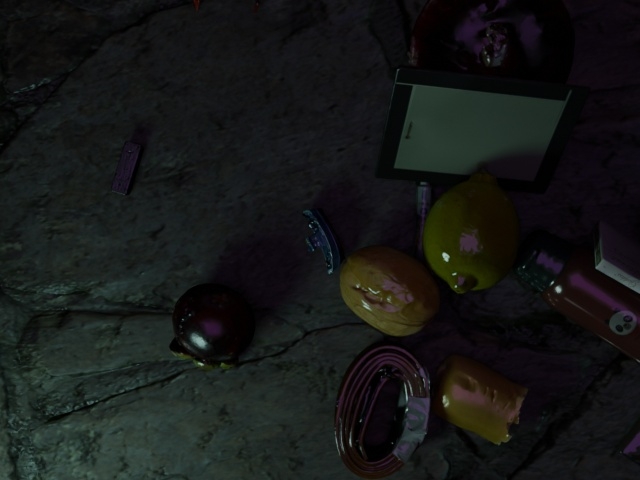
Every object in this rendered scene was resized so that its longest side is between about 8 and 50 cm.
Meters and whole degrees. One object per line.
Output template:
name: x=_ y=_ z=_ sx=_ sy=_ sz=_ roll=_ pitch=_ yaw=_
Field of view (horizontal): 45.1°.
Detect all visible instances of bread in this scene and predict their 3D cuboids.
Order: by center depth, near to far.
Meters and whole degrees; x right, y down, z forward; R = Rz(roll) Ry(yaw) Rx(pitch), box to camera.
bread: x=0.303 y=0.308 z=1.503 sx=0.173 sy=0.085 sz=0.134 roll=23 pitch=91 yaw=4

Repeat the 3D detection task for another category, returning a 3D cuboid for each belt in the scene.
belt: x=0.121 y=0.331 z=1.510 sx=0.184 sy=0.105 sz=0.261 roll=20 pitch=91 yaw=3

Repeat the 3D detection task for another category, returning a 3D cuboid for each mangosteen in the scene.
mangosteen: x=-0.216 y=0.178 z=1.520 sx=0.166 sy=0.166 sz=0.180 roll=18 pitch=116 yaw=5

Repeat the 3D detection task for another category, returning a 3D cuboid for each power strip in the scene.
power strip: x=-0.399 y=-0.148 z=1.591 sx=0.038 sy=0.029 sz=0.111 roll=18 pitch=89 yaw=5

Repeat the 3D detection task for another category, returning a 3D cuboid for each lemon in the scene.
lemon: x=0.286 y=-0.014 z=1.460 sx=0.184 sy=0.184 sz=0.248 roll=15 pitch=74 yaw=5

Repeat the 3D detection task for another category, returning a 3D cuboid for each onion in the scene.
onion: x=0.322 y=-0.346 z=1.429 sx=0.314 sy=0.232 sz=0.314 roll=1 pitch=111 yaw=2

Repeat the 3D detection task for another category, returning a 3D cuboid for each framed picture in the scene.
framed picture: x=0.289 y=-0.197 z=1.428 sx=0.347 sy=0.265 sz=0.016 roll=5 pitch=48 yaw=-2

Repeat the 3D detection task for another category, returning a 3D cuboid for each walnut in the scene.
walnut: x=0.132 y=0.094 z=1.485 sx=0.206 sy=0.159 sz=0.159 roll=28 pitch=92 yaw=11

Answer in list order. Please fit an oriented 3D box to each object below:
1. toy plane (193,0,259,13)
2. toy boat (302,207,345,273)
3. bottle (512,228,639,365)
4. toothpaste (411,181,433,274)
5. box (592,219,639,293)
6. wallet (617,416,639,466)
toy plane: x=-0.172 y=-0.528 z=1.555 sx=0.194 sy=0.077 sz=0.126 roll=6 pitch=82 yaw=14
toy boat: x=0.000 y=0.000 z=1.542 sx=0.061 sy=0.060 sz=0.137 roll=-28 pitch=94 yaw=-15
bottle: x=0.525 y=0.100 z=1.456 sx=0.336 sy=0.144 sz=0.144 roll=33 pitch=93 yaw=5
toothpaste: x=0.206 y=-0.033 z=1.540 sx=0.049 sy=0.031 sz=0.204 roll=2 pitch=91 yaw=8
box: x=0.562 y=0.032 z=1.430 sx=0.109 sy=0.198 sz=0.029 roll=31 pitch=117 yaw=4
wallet: x=0.729 y=0.328 z=1.489 sx=0.165 sy=0.042 sz=0.309 roll=34 pitch=91 yaw=6
